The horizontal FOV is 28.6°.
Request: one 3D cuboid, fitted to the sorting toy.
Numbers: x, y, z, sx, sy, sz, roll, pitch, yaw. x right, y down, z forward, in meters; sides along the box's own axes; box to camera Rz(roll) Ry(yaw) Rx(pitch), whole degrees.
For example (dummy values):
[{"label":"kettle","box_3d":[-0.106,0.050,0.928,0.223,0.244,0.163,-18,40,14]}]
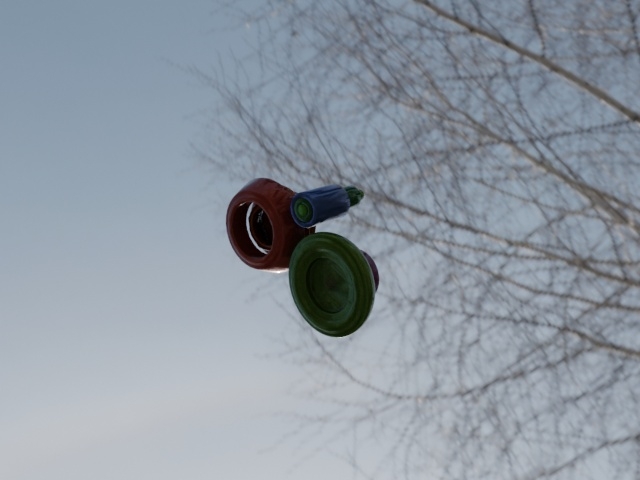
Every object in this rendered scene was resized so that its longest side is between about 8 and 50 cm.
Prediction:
[{"label":"sorting toy","box_3d":[0.000,0.000,0.614,0.042,0.102,0.061,-17,-45,-45]}]
